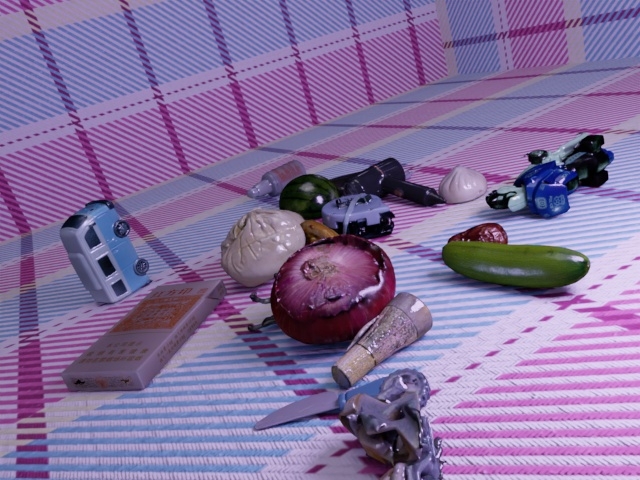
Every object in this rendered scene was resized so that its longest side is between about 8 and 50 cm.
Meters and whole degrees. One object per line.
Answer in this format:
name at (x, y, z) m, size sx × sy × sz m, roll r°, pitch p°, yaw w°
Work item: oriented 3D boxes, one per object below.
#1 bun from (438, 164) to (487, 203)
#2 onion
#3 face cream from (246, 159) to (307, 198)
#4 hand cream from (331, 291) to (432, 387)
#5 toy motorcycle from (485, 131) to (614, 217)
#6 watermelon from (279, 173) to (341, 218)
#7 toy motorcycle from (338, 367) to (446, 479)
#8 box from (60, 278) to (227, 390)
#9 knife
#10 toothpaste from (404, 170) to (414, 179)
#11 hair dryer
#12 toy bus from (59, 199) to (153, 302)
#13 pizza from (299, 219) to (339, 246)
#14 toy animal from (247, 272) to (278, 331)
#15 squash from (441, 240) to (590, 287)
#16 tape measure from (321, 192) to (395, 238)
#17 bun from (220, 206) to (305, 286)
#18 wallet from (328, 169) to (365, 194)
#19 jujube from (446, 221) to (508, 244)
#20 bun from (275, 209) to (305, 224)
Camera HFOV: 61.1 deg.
bun at (0.397, -0.167, 1.533) m, size 0.138 × 0.094 × 0.138 m, roll -16°, pitch 17°, yaw 5°
onion at (0.027, 0.099, 1.035) m, size 0.248 × 0.161 × 0.248 m, roll -23°, pitch 23°, yaw 11°
face cream at (-0.176, -0.226, 2.109) m, size 0.251 × 0.101 × 0.101 m, roll -31°, pitch 25°, yaw -32°
hand cream at (0.098, 0.175, 0.919) m, size 0.203 × 0.084 × 0.084 m, roll -36°, pitch 27°, yaw -26°
toy motorcycle at (0.571, -0.148, 1.324) m, size 0.331 × 0.125 × 0.196 m, roll -28°, pitch 25°, yaw -19°
watermelon at (-0.034, -0.153, 1.777) m, size 0.232 × 0.127 × 0.204 m, roll 3°, pitch 28°, yaw 35°
toy motorcycle at (0.087, 0.263, 0.678) m, size 0.129 × 0.094 × 0.229 m, roll -17°, pitch 33°, yaw 12°
box at (-0.381, 0.202, 1.228) m, size 0.204 × 0.051 × 0.365 m, roll -8°, pitch 22°, yaw 22°
knife at (0.012, 0.253, 0.844) m, size 0.244 × 0.032 × 0.058 m, roll -16°, pitch 22°, yaw 13°
toothpaste at (0.242, -0.198, 1.820) m, size 0.169 × 0.028 × 0.045 m, roll -25°, pitch 33°, yaw -17°
hair dryer at (0.232, -0.149, 1.620) m, size 0.189 × 0.107 × 0.352 m, roll -28°, pitch 29°, yaw -22°
toy bus at (-0.615, 0.036, 1.530) m, size 0.133 × 0.272 × 0.165 m, roll 0°, pitch 29°, yaw 38°
pizza at (-0.001, 0.003, 1.386) m, size 0.058 × 0.127 × 0.246 m, roll -46°, pitch 37°, yaw -12°
toy animal at (-0.047, 0.116, 1.166) m, size 0.175 × 0.074 × 0.217 m, roll -5°, pitch 26°, yaw 36°
squash at (0.360, 0.045, 1.028) m, size 0.292 × 0.082 × 0.082 m, roll 4°, pitch 29°, yaw 46°
tape measure at (0.094, -0.067, 1.489) m, size 0.180 × 0.107 × 0.182 m, roll -12°, pitch 22°, yaw -6°
bun at (-0.157, 0.006, 1.368) m, size 0.229 × 0.145 × 0.229 m, roll -30°, pitch 24°, yaw 15°
wallet at (0.054, -0.199, 1.944) m, size 0.320 × 0.044 × 0.170 m, roll -9°, pitch 24°, yaw 21°
jujube at (0.335, 0.004, 1.164) m, size 0.129 × 0.077 × 0.077 m, roll -13°, pitch 20°, yaw 26°
bun at (-0.132, -0.026, 1.544) m, size 0.188 × 0.111 × 0.164 m, roll -12°, pitch 24°, yaw 4°
